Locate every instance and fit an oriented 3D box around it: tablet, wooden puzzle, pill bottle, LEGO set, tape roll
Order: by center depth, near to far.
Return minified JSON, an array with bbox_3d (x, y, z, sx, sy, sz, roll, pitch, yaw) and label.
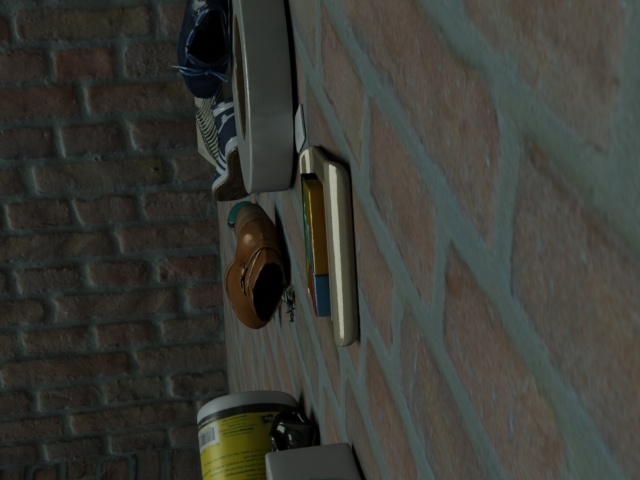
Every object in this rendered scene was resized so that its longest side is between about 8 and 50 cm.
[{"bbox_3d":[0.000,0.000,1.333,0.239,0.044,0.221,-134,39,-76],"label":"wooden puzzle"},{"bbox_3d":[-0.032,-0.166,1.574,0.083,0.006,0.054,124,140,-78],"label":"tablet"},{"bbox_3d":[-0.102,-0.269,1.750,0.392,0.071,0.392,175,90,-83],"label":"tape roll"},{"bbox_3d":[-0.108,0.446,1.854,0.188,0.187,0.334,102,161,-64],"label":"pill bottle"},{"bbox_3d":[-0.060,0.110,1.871,0.054,0.023,0.083,-111,18,-61],"label":"LEGO set"}]

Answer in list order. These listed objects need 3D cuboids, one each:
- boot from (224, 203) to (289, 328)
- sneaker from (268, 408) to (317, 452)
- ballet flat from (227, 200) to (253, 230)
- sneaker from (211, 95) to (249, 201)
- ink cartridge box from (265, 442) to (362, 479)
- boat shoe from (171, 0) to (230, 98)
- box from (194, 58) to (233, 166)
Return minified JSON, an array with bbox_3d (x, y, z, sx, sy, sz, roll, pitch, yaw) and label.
[{"bbox_3d":[-0.109,0.095,2.003,0.220,0.109,0.284,-116,29,-56],"label":"boot"},{"bbox_3d":[-0.042,0.373,1.704,0.130,0.087,0.228,86,180,-56],"label":"sneaker"},{"bbox_3d":[-0.160,-0.025,2.341,0.221,0.076,0.079,-124,10,-72],"label":"ballet flat"},{"bbox_3d":[-0.185,-0.199,2.264,0.282,0.099,0.153,119,141,-63],"label":"sneaker"},{"bbox_3d":[0.008,0.404,1.278,0.278,0.117,0.202,-114,21,-67],"label":"ink cartridge box"},{"bbox_3d":[-0.208,-0.334,1.852,0.258,0.108,0.089,92,167,-53],"label":"boat shoe"},{"bbox_3d":[-0.216,-0.307,2.337,0.113,0.094,0.275,38,138,47],"label":"box"}]
